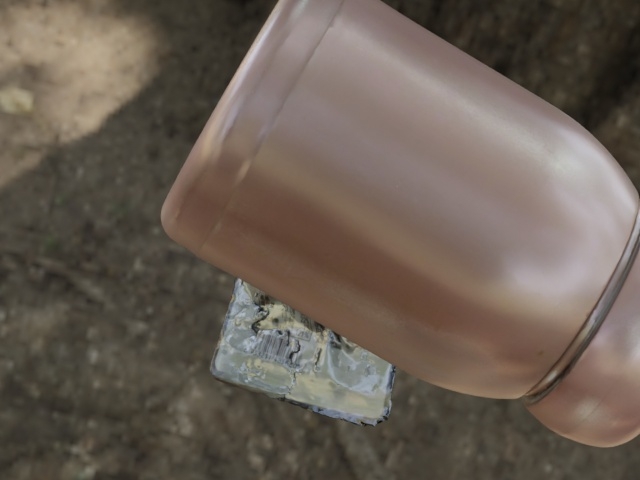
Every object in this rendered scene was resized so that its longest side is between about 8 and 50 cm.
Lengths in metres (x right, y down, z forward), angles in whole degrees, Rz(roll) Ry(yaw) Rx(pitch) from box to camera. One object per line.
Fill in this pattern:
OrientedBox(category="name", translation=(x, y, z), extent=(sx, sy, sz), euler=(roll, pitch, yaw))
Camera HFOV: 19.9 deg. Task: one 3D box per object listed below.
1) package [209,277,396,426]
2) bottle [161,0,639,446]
OrientedBox(category="package", translation=(0.000, 0.000, 1.273), extent=(0.154, 0.239, 0.030), euler=(15, 11, 36))
OrientedBox(category="bottle", translation=(0.074, -0.006, 1.021), extent=(0.296, 0.173, 0.206), euler=(29, -15, -3))
